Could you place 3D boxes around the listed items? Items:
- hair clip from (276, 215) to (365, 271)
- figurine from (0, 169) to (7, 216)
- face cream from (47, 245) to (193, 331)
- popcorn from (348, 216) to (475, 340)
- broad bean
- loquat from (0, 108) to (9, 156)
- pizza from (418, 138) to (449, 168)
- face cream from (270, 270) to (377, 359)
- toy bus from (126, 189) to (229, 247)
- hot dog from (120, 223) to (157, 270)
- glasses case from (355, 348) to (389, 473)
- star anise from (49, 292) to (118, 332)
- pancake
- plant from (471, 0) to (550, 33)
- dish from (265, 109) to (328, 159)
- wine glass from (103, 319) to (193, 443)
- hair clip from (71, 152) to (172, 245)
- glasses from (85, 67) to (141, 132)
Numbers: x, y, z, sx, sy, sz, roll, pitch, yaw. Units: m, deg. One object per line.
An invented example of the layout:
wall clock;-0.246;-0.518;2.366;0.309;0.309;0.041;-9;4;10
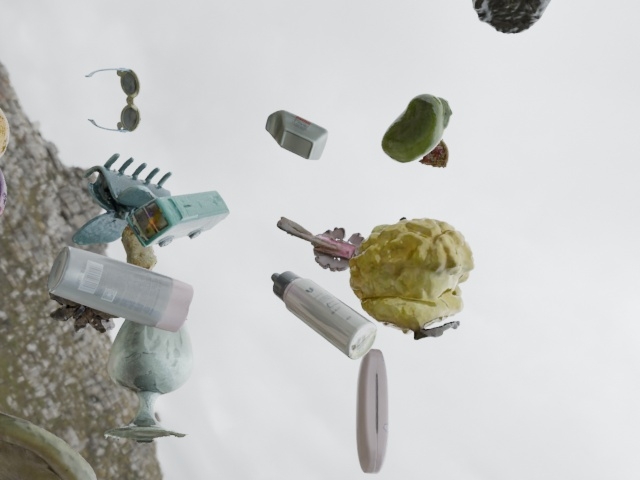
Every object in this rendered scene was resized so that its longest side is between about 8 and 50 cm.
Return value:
hair clip;-0.002;0.003;1.783;0.301;0.172;0.069;23;-28;12
figurine;-0.509;-0.055;0.714;0.114;0.157;0.126;24;-64;33
face cream;-0.376;0.098;1.054;0.269;0.107;0.073;26;-15;-40
popcorn;0.254;0.115;1.467;0.381;0.350;0.348;-98;-174;-47
broad bean;0.218;-0.248;1.217;0.124;0.174;0.082;32;0;37
loquat;-0.811;-0.250;1.235;0.234;0.176;0.187;-12;-100;37
pizza;0.350;-0.250;1.628;0.029;0.100;0.099;35;16;-42
face cream;-0.013;0.148;1.218;0.311;0.092;0.092;30;-41;40
toy bus;-0.306;-0.053;1.203;0.109;0.262;0.091;-34;-92;21
hot dog;-0.459;0.025;1.381;0.061;0.078;0.168;106;-31;-56
glasses case;0.126;0.410;1.329;0.113;0.075;0.296;103;-9;-58
star anise;-0.679;0.186;1.582;0.223;0.236;0.109;38;20;-19
pancake;-0.415;0.316;0.752;0.236;0.042;0.222;-19;-63;31
plant;0.471;-0.630;1.311;0.178;0.233;0.204;24;-20;-12
dish;-0.099;-0.377;1.994;0.234;0.064;0.154;26;-41;4
wine glass;-0.457;0.365;1.465;0.238;0.238;0.322;120;-30;-58
hair clip;-0.693;-0.155;2.017;0.392;0.318;0.238;-33;-118;27
glasses;-0.586;-0.401;1.568;0.220;0.088;0.189;-78;174;-75
